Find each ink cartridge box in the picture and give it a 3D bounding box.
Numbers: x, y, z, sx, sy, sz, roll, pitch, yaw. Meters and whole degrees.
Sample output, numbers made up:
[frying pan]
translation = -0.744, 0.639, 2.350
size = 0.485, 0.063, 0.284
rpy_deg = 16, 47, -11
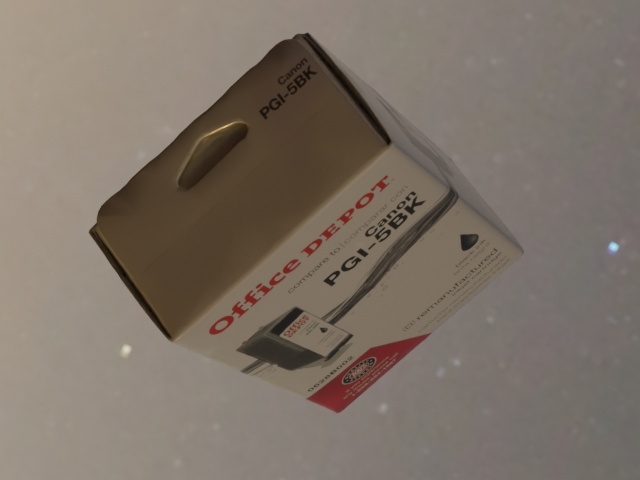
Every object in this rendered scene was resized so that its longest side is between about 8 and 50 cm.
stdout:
[ink cartridge box]
translation = 0.000, 0.000, 0.581
size = 0.099, 0.135, 0.056
rpy_deg = -42, -118, 9
